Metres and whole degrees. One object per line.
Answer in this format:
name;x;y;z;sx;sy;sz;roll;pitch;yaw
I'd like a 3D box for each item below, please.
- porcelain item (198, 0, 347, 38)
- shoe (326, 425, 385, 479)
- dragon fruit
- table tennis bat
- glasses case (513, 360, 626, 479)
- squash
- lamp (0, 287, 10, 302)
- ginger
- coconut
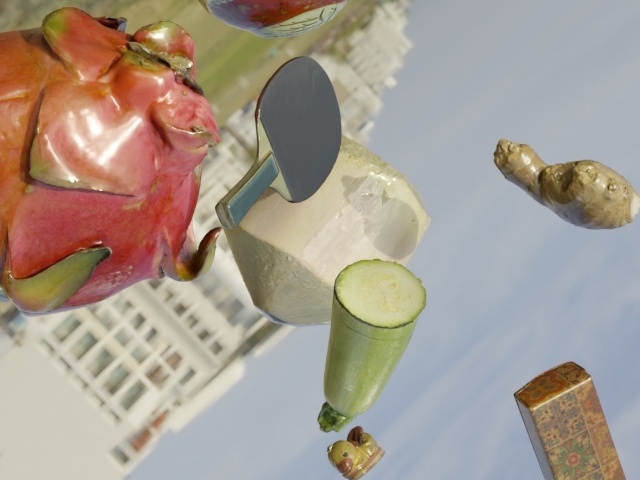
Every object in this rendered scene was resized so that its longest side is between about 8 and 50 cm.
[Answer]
porcelain item;-0.039;-0.355;1.520;0.253;0.253;0.253;-42;-174;5
shoe;0.051;0.329;2.011;0.109;0.069;0.072;-29;167;-43
dragon fruit;-0.204;-0.080;1.251;0.226;0.305;0.305;-13;-174;-1
table tennis bat;-0.043;-0.102;1.473;0.021;0.154;0.274;-2;-146;32
glasses case;0.267;0.234;1.347;0.075;0.218;0.049;-26;-157;-9
squash;0.035;0.128;1.369;0.094;0.094;0.224;-49;162;-48
lamp;-0.471;-0.076;1.672;0.047;0.269;0.266;-18;-120;46
ginger;0.259;-0.061;1.382;0.067;0.165;0.096;-63;177;-13
coconut;0.000;0.000;1.695;0.244;0.239;0.239;-53;-173;-6
